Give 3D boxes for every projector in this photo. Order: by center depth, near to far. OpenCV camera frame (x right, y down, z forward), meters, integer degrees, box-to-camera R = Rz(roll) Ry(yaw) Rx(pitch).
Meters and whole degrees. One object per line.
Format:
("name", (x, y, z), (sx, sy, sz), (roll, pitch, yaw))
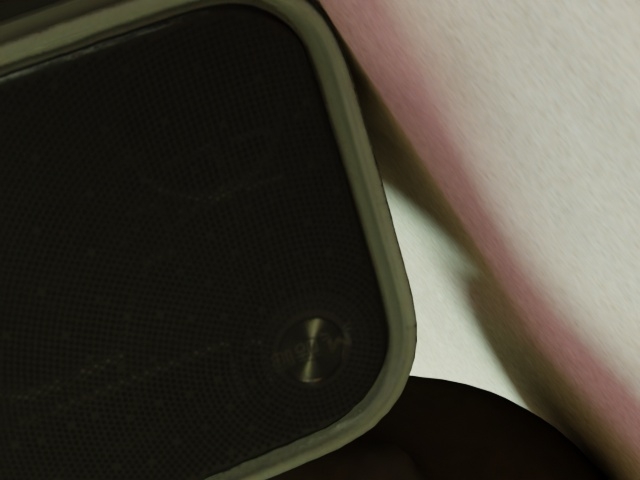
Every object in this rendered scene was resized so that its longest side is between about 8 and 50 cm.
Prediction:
("projector", (-0.120, -0.014, 0.953), (0.249, 0.248, 0.248), (-142, 33, -66))

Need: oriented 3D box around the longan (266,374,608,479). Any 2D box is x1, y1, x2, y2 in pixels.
("longan", (0.049, 0.214, 1.009), (0.297, 0.297, 0.297), (52, 174, 8))
